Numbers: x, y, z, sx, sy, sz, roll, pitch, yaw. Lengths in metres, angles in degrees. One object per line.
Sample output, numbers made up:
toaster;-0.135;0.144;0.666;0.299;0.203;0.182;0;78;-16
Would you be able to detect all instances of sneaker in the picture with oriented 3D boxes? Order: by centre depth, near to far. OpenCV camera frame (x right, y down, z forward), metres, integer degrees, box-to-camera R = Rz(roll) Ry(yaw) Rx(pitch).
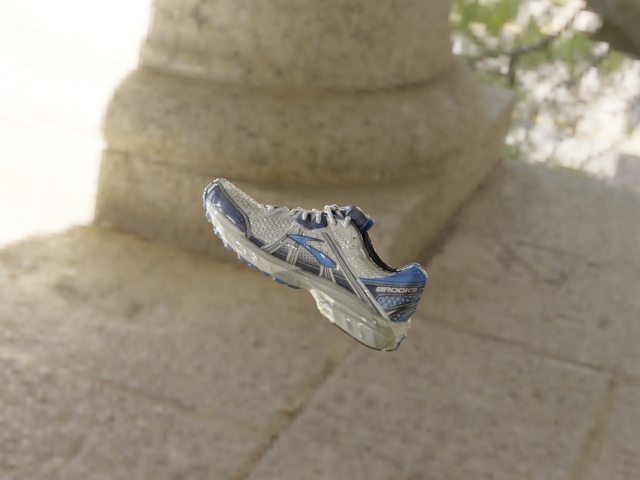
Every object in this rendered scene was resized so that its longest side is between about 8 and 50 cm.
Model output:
sneaker;0.000;0.000;0.912;0.135;0.058;0.052;34;13;4
